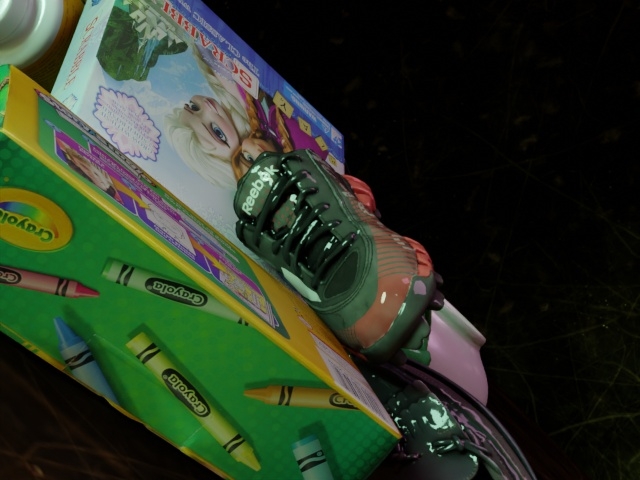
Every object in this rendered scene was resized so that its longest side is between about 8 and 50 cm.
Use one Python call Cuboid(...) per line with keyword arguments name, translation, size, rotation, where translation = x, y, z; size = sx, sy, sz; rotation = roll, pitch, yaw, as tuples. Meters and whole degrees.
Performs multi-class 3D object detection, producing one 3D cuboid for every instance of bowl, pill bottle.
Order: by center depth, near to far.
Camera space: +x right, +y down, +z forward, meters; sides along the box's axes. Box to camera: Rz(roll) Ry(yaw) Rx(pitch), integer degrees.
Cuboid(name="pill bottle", translation=(-0.285, -0.210, 0.927), size=(0.117, 0.117, 0.215), rotation=(44, 4, 13))
Cuboid(name="bowl", translation=(0.105, 0.121, 1.132), size=(0.298, 0.134, 0.298), rotation=(43, 4, -4))

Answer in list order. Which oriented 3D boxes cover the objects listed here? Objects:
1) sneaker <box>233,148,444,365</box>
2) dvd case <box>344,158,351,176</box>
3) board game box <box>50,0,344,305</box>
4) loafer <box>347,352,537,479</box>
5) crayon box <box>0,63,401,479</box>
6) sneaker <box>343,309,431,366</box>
Cuboid(name="sneaker", translation=(0.000, 0.000, 0.720), size=(0.135, 0.098, 0.276), rotation=(31, 12, -25))
Cuboid(name="dvd case", translation=(-0.039, -0.123, 1.376), size=(0.238, 0.029, 0.179), rotation=(38, -13, 28))
Cuboid(name="board game box", translation=(-0.099, -0.086, 0.879), size=(0.318, 0.066, 0.318), rotation=(39, 32, -31))
Cuboid(name="loafer", translation=(0.101, 0.188, 0.640), size=(0.302, 0.109, 0.095), rotation=(48, 10, 23))
Cuboid(name="crayon box", translation=(-0.094, 0.030, 0.534), size=(0.278, 0.081, 0.165), rotation=(41, 4, -25))
Cuboid(name="sneaker", translation=(0.062, 0.048, 0.949), size=(0.109, 0.123, 0.296), rotation=(17, 37, -26))
